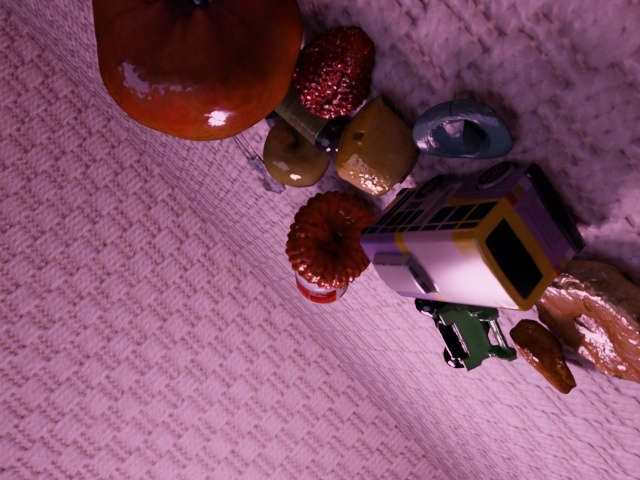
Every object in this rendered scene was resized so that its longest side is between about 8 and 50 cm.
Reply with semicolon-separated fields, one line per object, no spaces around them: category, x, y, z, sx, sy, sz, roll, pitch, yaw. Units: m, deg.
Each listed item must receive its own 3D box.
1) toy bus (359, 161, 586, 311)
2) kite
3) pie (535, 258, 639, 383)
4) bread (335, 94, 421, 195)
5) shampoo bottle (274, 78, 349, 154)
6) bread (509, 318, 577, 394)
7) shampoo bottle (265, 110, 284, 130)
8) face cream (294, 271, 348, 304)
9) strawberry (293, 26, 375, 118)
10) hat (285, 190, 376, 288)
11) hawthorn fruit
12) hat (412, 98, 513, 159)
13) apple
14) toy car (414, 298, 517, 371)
toy bus;0.285;0.004;1.218;0.209;0.249;0.439;52;159;-17
kite;-0.235;-0.285;2.043;0.310;0.015;0.169;53;159;-26
pie;0.584;0.172;1.189;0.339;0.083;0.339;42;164;15
bread;0.124;-0.204;1.259;0.170;0.197;0.197;33;160;-2
shampoo bottle;0.002;-0.289;1.430;0.284;0.101;0.101;42;160;10
bread;0.553;0.288;1.396;0.271;0.077;0.139;45;-176;-44
shampoo bottle;-0.100;-0.293;1.691;0.063;0.057;0.208;24;151;45
face cream;0.008;0.108;2.050;0.201;0.201;0.187;38;159;19
strawberry;0.015;-0.358;1.263;0.188;0.106;0.286;45;160;-4
hat;0.000;0.000;1.759;0.285;0.285;0.400;49;165;-9
hawthorn fruit;-0.268;-0.427;1.223;0.471;0.472;0.472;39;159;18
hat;0.274;-0.215;1.080;0.190;0.078;0.138;6;148;33
apple;-0.061;-0.233;1.549;0.200;0.200;0.200;39;159;18
toy car;0.358;0.183;1.476;0.214;0.176;0.359;61;-167;-18
